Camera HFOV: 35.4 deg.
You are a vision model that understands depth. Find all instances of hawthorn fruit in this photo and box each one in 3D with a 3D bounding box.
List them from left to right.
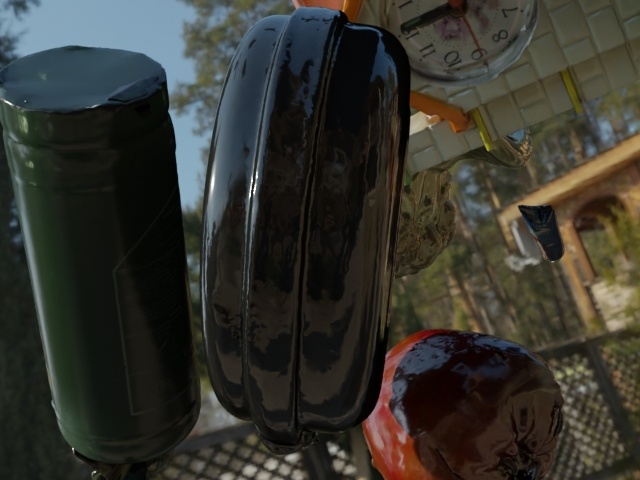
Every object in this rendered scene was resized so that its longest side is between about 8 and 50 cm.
[{"bbox_3d":[0.097,0.132,0.756,0.148,0.148,0.172,-9,25,-35],"label":"hawthorn fruit"}]

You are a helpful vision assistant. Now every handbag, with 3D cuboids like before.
[{"bbox_3d":[0.001,0.000,0.606,0.093,0.253,0.308,4,-8,6],"label":"handbag"}]

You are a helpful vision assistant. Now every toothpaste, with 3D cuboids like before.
[{"bbox_3d":[0.172,-0.006,0.764,0.027,0.019,0.083,2,-29,26],"label":"toothpaste"}]

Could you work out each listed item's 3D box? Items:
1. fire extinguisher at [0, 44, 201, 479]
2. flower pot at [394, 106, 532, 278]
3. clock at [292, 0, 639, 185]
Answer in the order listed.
[{"bbox_3d":[-0.126,0.047,0.613,0.095,0.114,0.311,-5,-58,-7],"label":"fire extinguisher"},{"bbox_3d":[0.074,-0.119,1.078,0.244,0.307,0.307,-30,-18,26],"label":"flower pot"},{"bbox_3d":[0.120,-0.182,0.771,0.255,0.219,0.106,-23,19,15],"label":"clock"}]
